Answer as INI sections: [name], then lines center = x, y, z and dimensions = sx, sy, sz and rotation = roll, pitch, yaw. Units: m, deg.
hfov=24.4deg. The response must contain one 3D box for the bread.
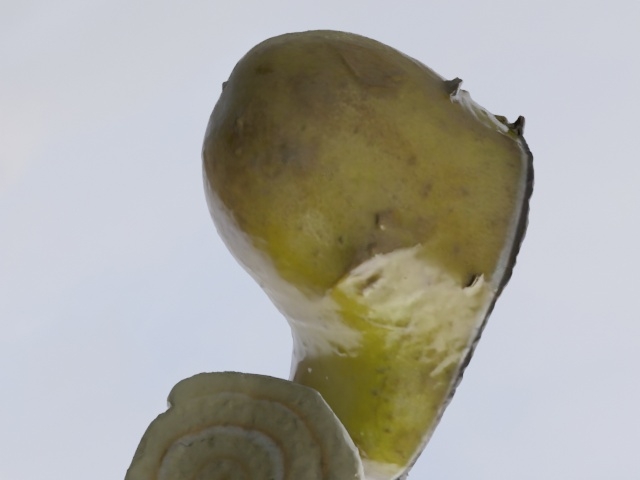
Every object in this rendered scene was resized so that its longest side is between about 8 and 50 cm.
[bread]
center = -0.040, 0.167, 0.852
dimensions = 0.134, 0.141, 0.148
rotation = 7, -123, 7

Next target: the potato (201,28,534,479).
[potato]
center = 0.000, 0.000, 1.408
dimensions = 0.397, 0.296, 0.290
rotation = -63, -166, 18
